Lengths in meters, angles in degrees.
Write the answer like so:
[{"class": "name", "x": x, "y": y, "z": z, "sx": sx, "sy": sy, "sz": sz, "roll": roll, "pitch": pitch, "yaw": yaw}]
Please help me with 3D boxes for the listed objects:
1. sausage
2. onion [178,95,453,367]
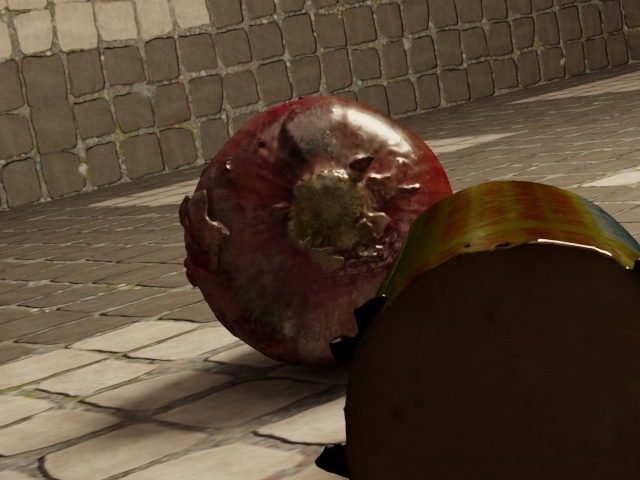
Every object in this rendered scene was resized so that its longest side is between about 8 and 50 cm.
[{"class": "sausage", "x": 0.077, "y": 0.036, "z": 0.549, "sx": 0.125, "sy": 0.117, "sz": 0.317, "roll": 6, "pitch": 8, "yaw": 5}, {"class": "onion", "x": 0.000, "y": 0.000, "z": 0.799, "sx": 0.159, "sy": 0.160, "sz": 0.195, "roll": -11, "pitch": -8, "yaw": -2}]
